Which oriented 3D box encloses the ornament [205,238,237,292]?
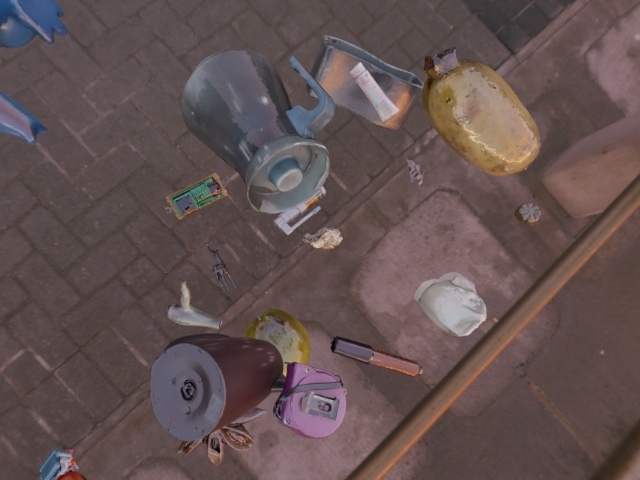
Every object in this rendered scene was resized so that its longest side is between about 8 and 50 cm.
[{"bbox_3d":[-0.221,0.052,0.941,0.028,0.073,0.125,-23,86,1],"label":"ornament"}]

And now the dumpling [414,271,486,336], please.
[{"bbox_3d":[0.346,0.161,1.135,0.151,0.229,0.124,-33,126,-2],"label":"dumpling"}]

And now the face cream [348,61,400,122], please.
[{"bbox_3d":[0.095,-0.265,0.779,0.038,0.020,0.115,-32,110,30],"label":"face cream"}]

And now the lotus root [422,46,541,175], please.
[{"bbox_3d":[0.287,-0.231,0.800,0.146,0.160,0.284,-48,112,-7],"label":"lotus root"}]

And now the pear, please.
[{"bbox_3d":[-0.172,0.437,1.752,0.269,0.269,0.321,-27,96,-9],"label":"pear"}]

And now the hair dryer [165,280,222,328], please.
[{"bbox_3d":[-0.479,0.273,1.702,0.219,0.224,0.088,30,37,-11],"label":"hair dryer"}]

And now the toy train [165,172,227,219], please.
[{"bbox_3d":[-0.408,-0.144,1.437,0.228,0.136,0.091,-28,109,-10],"label":"toy train"}]

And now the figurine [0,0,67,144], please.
[{"bbox_3d":[-0.437,-0.189,0.431,0.243,0.297,0.416,22,119,-2],"label":"figurine"}]

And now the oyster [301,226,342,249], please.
[{"bbox_3d":[0.000,0.000,1.581,0.164,0.191,0.081,-9,95,27],"label":"oyster"}]

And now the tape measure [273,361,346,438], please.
[{"bbox_3d":[-0.018,0.283,0.763,0.125,0.074,0.118,18,66,-16],"label":"tape measure"}]

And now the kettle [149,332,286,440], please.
[{"bbox_3d":[-0.178,0.232,0.763,0.202,0.232,0.143,19,91,24],"label":"kettle"}]

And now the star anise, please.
[{"bbox_3d":[-0.333,0.564,1.393,0.316,0.108,0.314,1,84,-8],"label":"star anise"}]

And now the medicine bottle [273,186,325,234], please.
[{"bbox_3d":[-0.067,-0.115,1.571,0.221,0.061,0.092,-42,77,-16],"label":"medicine bottle"}]

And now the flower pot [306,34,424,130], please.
[{"bbox_3d":[0.091,-0.320,0.892,0.230,0.108,0.103,21,37,-13],"label":"flower pot"}]

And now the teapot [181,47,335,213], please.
[{"bbox_3d":[-0.085,-0.173,0.649,0.203,0.171,0.225,-45,62,20],"label":"teapot"}]

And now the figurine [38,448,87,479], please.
[{"bbox_3d":[-0.552,0.517,0.938,0.140,0.075,0.068,32,78,36],"label":"figurine"}]

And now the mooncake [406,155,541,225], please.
[{"bbox_3d":[0.369,-0.118,1.065,0.347,0.057,0.150,6,58,-11],"label":"mooncake"}]

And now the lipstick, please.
[{"bbox_3d":[0.230,0.469,1.729,0.419,0.077,0.077,22,81,-20],"label":"lipstick"}]
